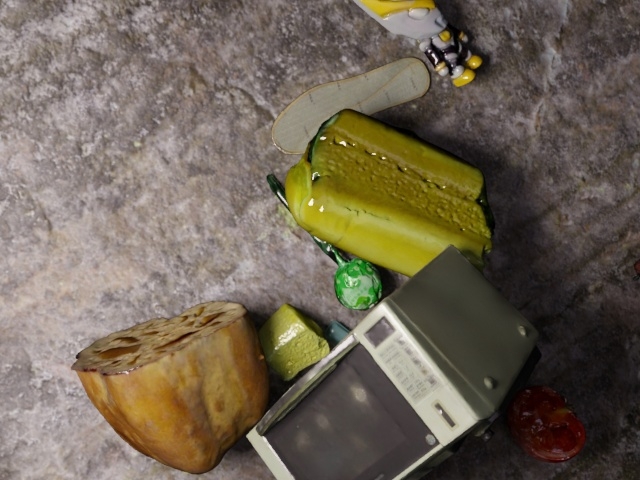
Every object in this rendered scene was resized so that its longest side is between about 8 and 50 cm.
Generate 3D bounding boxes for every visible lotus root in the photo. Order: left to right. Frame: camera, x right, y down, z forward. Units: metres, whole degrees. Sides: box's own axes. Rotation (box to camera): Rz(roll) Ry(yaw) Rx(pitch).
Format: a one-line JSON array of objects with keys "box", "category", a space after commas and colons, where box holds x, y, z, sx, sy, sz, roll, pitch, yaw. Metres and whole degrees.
[{"box": [-0.240, 0.241, 1.245, 0.316, 0.316, 0.250, -24, 109, -11], "category": "lotus root"}]

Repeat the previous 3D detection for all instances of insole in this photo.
[{"box": [0.061, -0.268, 1.411, 0.348, 0.009, 0.119, -25, 95, -10], "category": "insole"}]

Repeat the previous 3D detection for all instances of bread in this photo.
[{"box": [-0.056, 0.185, 1.342, 0.114, 0.111, 0.129, -40, 128, -5], "category": "bread"}, {"box": [0.120, -0.073, 1.322, 0.376, 0.208, 0.251, 23, 68, -14], "category": "bread"}]

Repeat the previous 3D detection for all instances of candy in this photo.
[{"box": [0.002, -0.002, 1.377, 0.097, 0.097, 0.323, -40, 91, -9], "category": "candy"}]

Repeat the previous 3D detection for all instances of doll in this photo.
[{"box": [0.184, -0.428, 1.390, 0.316, 0.103, 0.145, 42, 79, -15], "category": "doll"}]

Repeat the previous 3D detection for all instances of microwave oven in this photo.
[{"box": [0.122, 0.254, 1.170, 0.247, 0.333, 0.394, 47, 124, 10], "category": "microwave oven"}]

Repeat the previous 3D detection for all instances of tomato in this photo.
[{"box": [0.451, 0.380, 1.466, 0.139, 0.091, 0.159, -27, 69, -19], "category": "tomato"}]

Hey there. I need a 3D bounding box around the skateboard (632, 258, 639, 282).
[{"box": [0.737, 0.087, 1.538, 0.151, 0.067, 0.080, 45, 73, -5], "category": "skateboard"}]

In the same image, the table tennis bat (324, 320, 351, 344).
[{"box": [0.110, 0.230, 1.418, 0.237, 0.038, 0.149, 34, 85, -13], "category": "table tennis bat"}]
